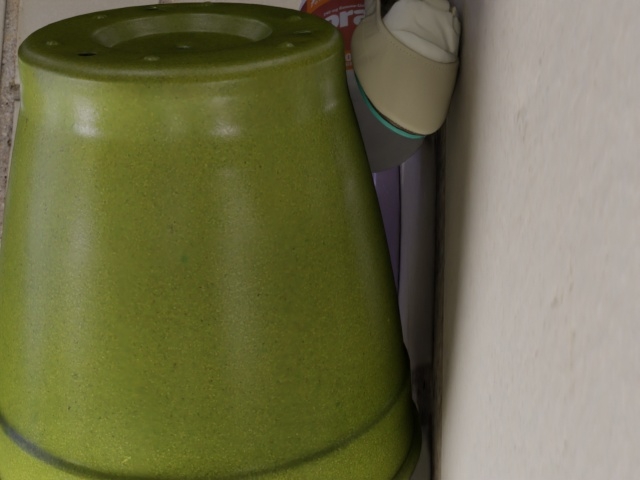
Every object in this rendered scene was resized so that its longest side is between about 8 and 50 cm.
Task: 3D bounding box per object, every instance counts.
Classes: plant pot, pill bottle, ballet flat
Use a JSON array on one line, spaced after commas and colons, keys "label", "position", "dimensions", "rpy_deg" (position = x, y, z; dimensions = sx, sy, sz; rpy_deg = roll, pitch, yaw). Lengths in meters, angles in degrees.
[{"label": "plant pot", "position": [-0.098, 0.005, 0.844], "dimensions": [0.366, 0.367, 0.352], "rpy_deg": [-95, 4, -66]}, {"label": "pill bottle", "position": [0.036, -0.177, 1.004], "dimensions": [0.121, 0.121, 0.216], "rpy_deg": [96, 175, -49]}, {"label": "ballet flat", "position": [0.071, -0.172, 0.836], "dimensions": [0.248, 0.086, 0.086], "rpy_deg": [-91, 4, -55]}]

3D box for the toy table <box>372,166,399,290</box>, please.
[{"label": "toy table", "position": [0.000, 0.000, 1.191], "dimensions": [0.252, 0.161, 0.274], "rpy_deg": [99, 174, -64]}]
